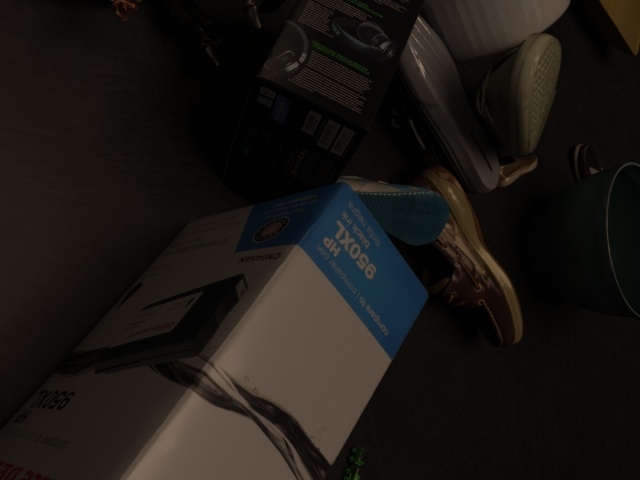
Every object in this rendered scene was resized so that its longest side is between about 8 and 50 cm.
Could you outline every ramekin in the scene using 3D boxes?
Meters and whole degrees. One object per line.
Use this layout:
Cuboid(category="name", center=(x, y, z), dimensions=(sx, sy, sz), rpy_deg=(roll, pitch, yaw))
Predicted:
Cuboid(category="ramekin", center=(0.262, -0.400, 1.120), dimensions=(0.277, 0.277, 0.135), rpy_deg=(-50, 124, -35))

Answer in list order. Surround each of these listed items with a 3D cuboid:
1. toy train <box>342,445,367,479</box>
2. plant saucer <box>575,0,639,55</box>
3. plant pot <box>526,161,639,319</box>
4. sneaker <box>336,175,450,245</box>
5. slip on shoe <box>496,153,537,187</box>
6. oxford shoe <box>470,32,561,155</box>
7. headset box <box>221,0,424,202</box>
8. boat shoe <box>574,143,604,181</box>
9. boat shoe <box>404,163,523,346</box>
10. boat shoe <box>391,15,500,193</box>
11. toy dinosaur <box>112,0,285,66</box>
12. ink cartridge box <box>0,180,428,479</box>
Cuboid(category="toy train", center=(0.045, 0.330, 0.980), dimensions=(0.017, 0.023, 0.083), rpy_deg=(37, 60, -34))
Cuboid(category="plant saucer", center=(0.671, -0.654, 1.664), dimensions=(0.332, 0.081, 0.333), rpy_deg=(37, 61, -33))
Cuboid(category="plant pot", center=(0.531, 0.009, 1.362), dimensions=(0.293, 0.196, 0.293), rpy_deg=(8, 79, -43))
Cuboid(category="sneaker", center=(0.087, -0.051, 0.997), dimensions=(0.228, 0.092, 0.087), rpy_deg=(7, 112, -31))
Cuboid(category="slip on shoe", center=(0.368, -0.144, 1.333), dimensions=(0.135, 0.051, 0.041), rpy_deg=(-31, 108, -33))
Cuboid(category="oxford shoe", center=(0.306, -0.227, 1.126), dimensions=(0.449, 0.130, 0.169), rpy_deg=(-8, 119, -74))
Cuboid(category="headset box", center=(0.011, -0.206, 0.849), dimensions=(0.131, 0.246, 0.283), rpy_deg=(26, 64, -5))
Cuboid(category="boat shoe", center=(0.637, -0.121, 1.563), dimensions=(0.084, 0.079, 0.233), rpy_deg=(-47, 114, -35))
Cuboid(category="boat shoe", center=(0.215, 0.048, 1.133), dimensions=(0.123, 0.123, 0.342), rpy_deg=(-33, 113, -9))
Cuboid(category="boat shoe", center=(0.166, -0.194, 1.097), dimensions=(0.335, 0.119, 0.121), rpy_deg=(56, 41, -29))
Cuboid(category="toy dinosaur", center=(-0.154, -0.325, 0.805), dimensions=(0.218, 0.164, 0.322), rpy_deg=(45, 60, -20))
Cuboid(category="ink cartridge box", center=(-0.119, 0.146, 0.669), dimensions=(0.166, 0.285, 0.395), rpy_deg=(53, 52, -23))
